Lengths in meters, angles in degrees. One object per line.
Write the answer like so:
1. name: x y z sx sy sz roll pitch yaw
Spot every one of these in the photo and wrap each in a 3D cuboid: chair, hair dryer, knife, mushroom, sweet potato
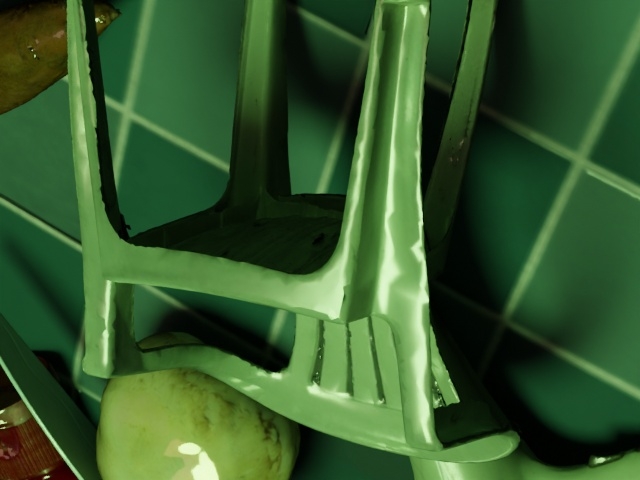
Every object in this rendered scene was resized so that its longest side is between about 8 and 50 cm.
1. chair: 0.000 0.000 0.887 0.203 0.190 0.275 11 106 29
2. hair dryer: 0.117 0.099 0.995 0.219 0.088 0.225 46 122 0
3. knife: -0.127 0.161 1.162 0.044 0.080 0.331 -32 113 14
4. mushroom: -0.075 0.126 1.105 0.148 0.112 0.148 19 129 24
5. sweet potato: -0.204 -0.096 1.062 0.264 0.057 0.057 -18 112 43

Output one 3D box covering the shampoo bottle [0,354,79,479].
1. shampoo bottle: -0.159 0.227 1.261 0.118 0.076 0.314 -6 119 27
